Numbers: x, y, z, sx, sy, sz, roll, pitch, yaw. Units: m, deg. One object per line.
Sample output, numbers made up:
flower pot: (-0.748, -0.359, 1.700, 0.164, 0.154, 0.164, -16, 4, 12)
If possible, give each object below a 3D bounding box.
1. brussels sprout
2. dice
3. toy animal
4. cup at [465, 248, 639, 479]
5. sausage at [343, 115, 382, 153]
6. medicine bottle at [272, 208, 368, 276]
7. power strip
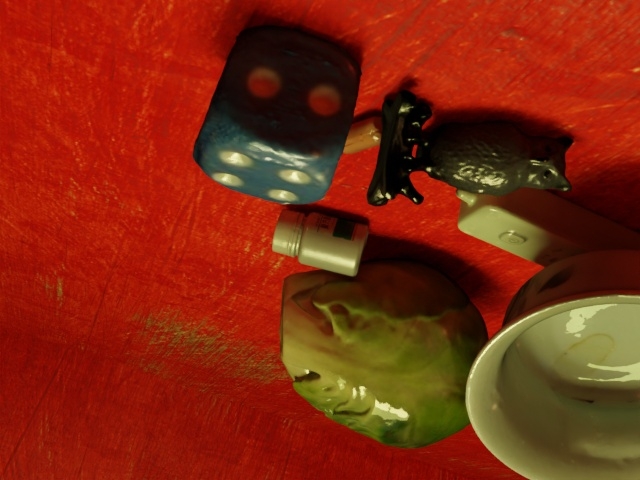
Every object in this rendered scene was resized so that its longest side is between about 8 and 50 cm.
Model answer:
brussels sprout: (0.096, 0.167, 1.407, 0.355, 0.281, 0.289, 17, 171, -9)
dice: (-0.043, -0.125, 0.934, 0.146, 0.143, 0.146, 19, 160, -9)
toy animal: (0.162, -0.081, 0.983, 0.210, 0.121, 0.117, 10, 179, -1)
cup: (0.351, 0.141, 1.078, 0.347, 0.163, 0.347, 6, 130, 8)
sausage: (0.048, -0.120, 1.040, 0.034, 0.034, 0.083, 27, 158, -29)
medicine bottle: (0.000, 0.000, 1.326, 0.130, 0.080, 0.080, 15, 160, 5)
power strip: (0.332, 0.010, 1.133, 0.385, 0.062, 0.091, 22, 156, -17)
